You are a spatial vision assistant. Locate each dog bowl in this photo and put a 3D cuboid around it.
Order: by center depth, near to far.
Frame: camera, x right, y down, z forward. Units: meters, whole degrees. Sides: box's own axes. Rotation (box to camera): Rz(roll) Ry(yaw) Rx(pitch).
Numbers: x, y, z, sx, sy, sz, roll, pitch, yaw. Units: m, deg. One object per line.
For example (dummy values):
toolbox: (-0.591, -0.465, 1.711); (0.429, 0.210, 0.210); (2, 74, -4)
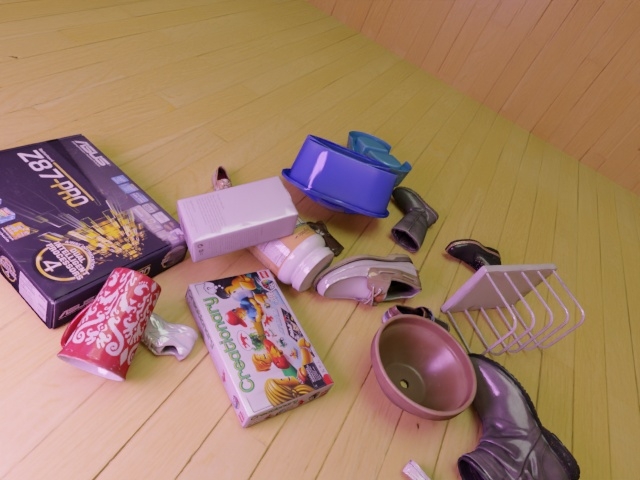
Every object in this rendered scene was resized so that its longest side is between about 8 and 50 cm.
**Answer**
dog bowl: (0.186, -0.275, 1.598); (0.165, 0.074, 0.297); (6, 32, -28)

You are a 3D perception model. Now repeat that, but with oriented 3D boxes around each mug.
mug: (-0.371, 0.136, 0.817); (0.150, 0.113, 0.169); (16, 61, 4)

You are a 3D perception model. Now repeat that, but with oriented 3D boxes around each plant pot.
plant pot: (0.204, 0.286, 1.018); (0.237, 0.110, 0.237); (15, 41, -13)

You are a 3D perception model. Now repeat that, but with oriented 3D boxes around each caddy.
caddy: (0.058, -0.171, 1.381); (0.341, 0.179, 0.241); (21, 16, -8)

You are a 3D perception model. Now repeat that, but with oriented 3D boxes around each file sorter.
file sorter: (0.504, 0.186, 1.233); (0.277, 0.193, 0.173); (1, 50, -29)

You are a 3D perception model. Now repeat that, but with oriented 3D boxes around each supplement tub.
supplement tub: (-0.080, 0.013, 1.124); (0.199, 0.144, 0.144); (41, 41, 16)

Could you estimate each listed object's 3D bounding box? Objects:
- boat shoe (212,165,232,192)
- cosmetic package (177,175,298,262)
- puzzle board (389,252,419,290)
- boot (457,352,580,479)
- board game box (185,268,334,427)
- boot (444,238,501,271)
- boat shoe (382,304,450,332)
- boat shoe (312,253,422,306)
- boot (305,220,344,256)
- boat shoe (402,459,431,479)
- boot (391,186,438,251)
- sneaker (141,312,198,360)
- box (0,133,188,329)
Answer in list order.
boat shoe: (-0.262, -0.148, 1.272); (0.050, 0.045, 0.135); (-3, 48, -31)
cosmetic package: (-0.176, -0.048, 1.009); (0.230, 0.086, 0.117); (-15, 61, -21)
puzzle board: (0.209, 0.086, 1.312); (0.128, 0.011, 0.096); (-22, 60, -42)
boot: (0.357, 0.405, 0.980); (0.222, 0.118, 0.338); (-16, 52, -34)
board game box: (-0.130, 0.202, 0.965); (0.192, 0.053, 0.305); (-10, 52, -36)
boot: (0.482, 0.076, 1.432); (0.197, 0.077, 0.137); (11, 47, -18)
boat shoe: (0.248, 0.201, 1.166); (0.183, 0.066, 0.066); (12, 42, -17)
boat shoe: (0.129, 0.103, 1.169); (0.302, 0.113, 0.103); (-8, 52, -30)
boot: (0.000, 0.000, 1.272); (0.106, 0.037, 0.114); (-17, 61, -38)
boat shoe: (0.195, 0.464, 0.886); (0.035, 0.035, 0.100); (-38, 73, -19)
boot: (0.266, -0.070, 1.476); (0.189, 0.076, 0.208); (36, 47, 14)
sneaker: (-0.311, 0.177, 0.891); (0.152, 0.054, 0.061); (21, 43, -9)
box: (-0.521, -0.045, 0.978); (0.395, 0.097, 0.318); (41, 38, 14)
